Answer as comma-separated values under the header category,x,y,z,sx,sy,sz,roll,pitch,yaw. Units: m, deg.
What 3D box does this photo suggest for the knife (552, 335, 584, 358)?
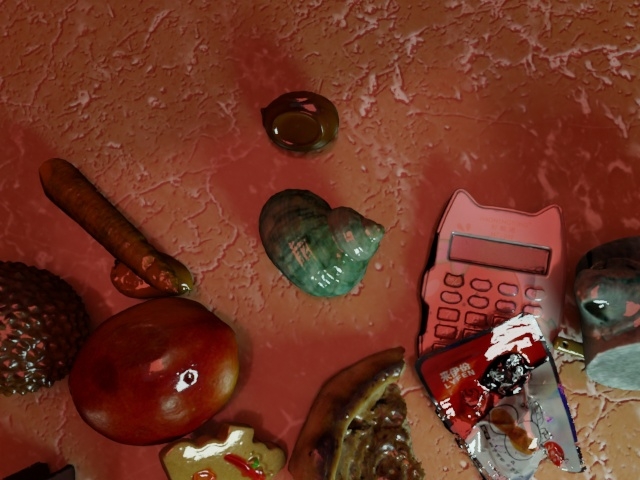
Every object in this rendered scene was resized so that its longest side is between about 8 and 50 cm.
category,x,y,z,sx,sy,sz,roll,pitch,yaw
knife,0.476,0.182,1.288,0.256,0.022,0.046,17,82,-6

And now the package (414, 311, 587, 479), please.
category,x,y,z,sx,sy,sz,roll,pitch,yaw
package,0.279,0.254,1.257,0.194,0.071,0.269,-29,93,5

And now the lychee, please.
category,x,y,z,sx,sy,sz,roll,pitch,yaw
lychee,-0.457,0.127,1.231,0.238,0.200,0.200,2,83,-15

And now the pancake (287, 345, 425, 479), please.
category,x,y,z,sx,sy,sz,roll,pitch,yaw
pancake,0.051,0.284,1.226,0.212,0.056,0.257,1,65,-24

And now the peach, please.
category,x,y,z,sx,sy,sz,roll,pitch,yaw
peach,-0.233,0.186,1.197,0.243,0.243,0.199,-25,89,-3

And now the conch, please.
category,x,y,z,sx,sy,sz,roll,pitch,yaw
conch,-0.003,-0.002,1.278,0.188,0.122,0.176,7,59,-3

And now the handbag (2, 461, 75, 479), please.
category,x,y,z,sx,sy,sz,roll,pitch,yaw
handbag,-0.396,0.444,1.150,0.084,0.275,0.260,-4,82,1

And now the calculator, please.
category,x,y,z,sx,sy,sz,roll,pitch,yaw
calculator,0.261,0.094,1.304,0.220,0.048,0.330,10,86,0

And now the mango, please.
category,x,y,z,sx,sy,sz,roll,pitch,yaw
mango,-0.257,0.054,1.300,0.127,0.063,0.077,7,77,-3

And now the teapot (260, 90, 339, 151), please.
category,x,y,z,sx,sy,sz,roll,pitch,yaw
teapot,-0.033,-0.191,1.325,0.129,0.078,0.098,-2,123,14

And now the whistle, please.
category,x,y,z,sx,sy,sz,roll,pitch,yaw
whistle,0.538,0.111,1.209,0.404,0.188,0.168,5,61,-3

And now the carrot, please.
category,x,y,z,sx,sy,sz,roll,pitch,yaw
carrot,-0.318,-0.017,1.270,0.314,0.066,0.066,41,85,21

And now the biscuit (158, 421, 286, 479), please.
category,x,y,z,sx,sy,sz,roll,pitch,yaw
biscuit,-0.159,0.366,1.226,0.212,0.041,0.239,13,108,-40
